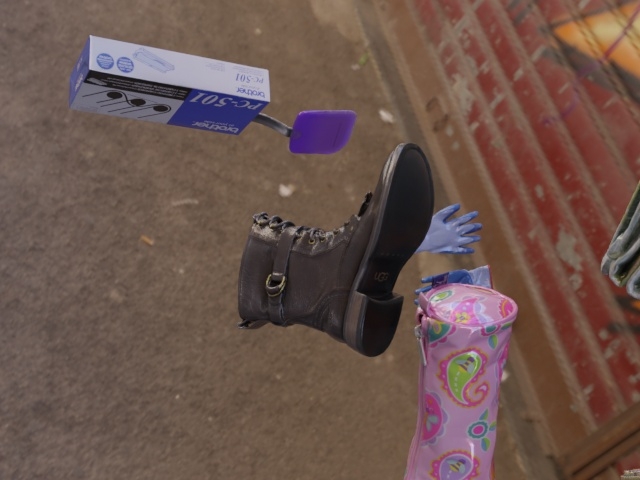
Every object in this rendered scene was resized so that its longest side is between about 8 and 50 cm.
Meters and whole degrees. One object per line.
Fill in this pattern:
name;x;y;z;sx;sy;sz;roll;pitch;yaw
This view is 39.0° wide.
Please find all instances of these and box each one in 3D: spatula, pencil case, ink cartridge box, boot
spatula;-0.097;-0.176;1.324;0.296;0.084;0.030;10;44;-8
pencil case;0.164;0.190;1.098;0.124;0.284;0.124;1;22;0
ink cartridge box;-0.170;-0.172;1.025;0.207;0.097;0.046;5;70;-27
boot;0.000;0.000;1.053;0.229;0.263;0.091;16;-2;42

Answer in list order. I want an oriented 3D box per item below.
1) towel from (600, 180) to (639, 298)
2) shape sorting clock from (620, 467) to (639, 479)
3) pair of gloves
towel;0.433;-0.139;0.964;0.090;0.321;0.374;27;41;18
shape sorting clock;0.609;0.386;1.515;0.206;0.206;0.040;6;68;-40
pair of gloves;0.226;0.040;1.593;0.159;0.023;0.198;-15;99;-17
